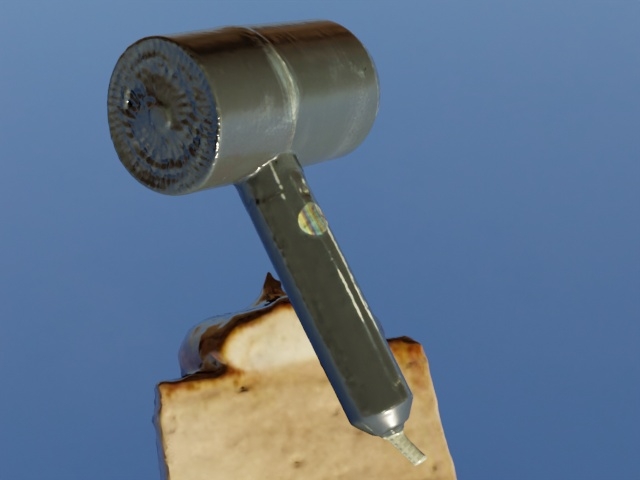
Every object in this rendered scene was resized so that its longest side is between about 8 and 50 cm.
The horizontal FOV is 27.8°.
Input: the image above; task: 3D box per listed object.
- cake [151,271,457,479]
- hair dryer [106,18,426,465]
[{"bbox_3d":[-0.018,0.171,0.848,0.196,0.199,0.293,-10,-102,-8],"label":"cake"},{"bbox_3d":[0.000,0.000,0.589,0.124,0.071,0.219,-15,-105,-48],"label":"hair dryer"}]
